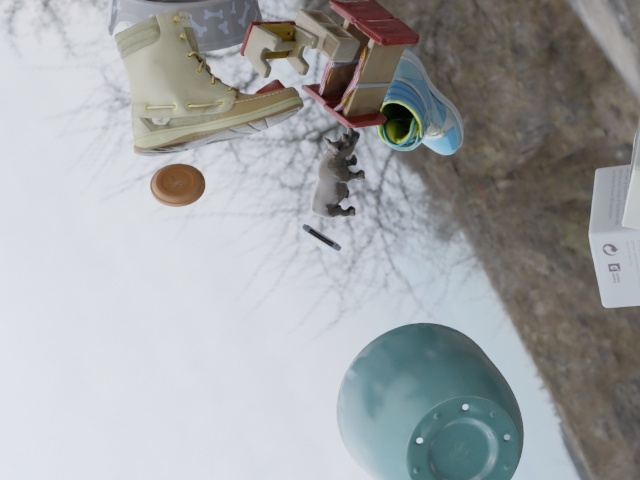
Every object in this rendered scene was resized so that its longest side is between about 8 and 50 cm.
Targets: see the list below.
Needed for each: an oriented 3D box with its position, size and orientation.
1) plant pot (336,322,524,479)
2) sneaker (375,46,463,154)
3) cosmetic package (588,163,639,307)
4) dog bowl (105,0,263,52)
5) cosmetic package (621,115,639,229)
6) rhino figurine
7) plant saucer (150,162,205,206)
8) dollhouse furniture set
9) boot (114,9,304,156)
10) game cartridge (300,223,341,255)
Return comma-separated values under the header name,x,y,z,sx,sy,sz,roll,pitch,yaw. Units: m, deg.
name,x,y,z,sx,sy,sz,roll,pitch,yaw
plant pot,0.193,0.303,1.642,0.293,0.293,0.235,62,174,-14
sneaker,0.205,-0.239,2.175,0.319,0.127,0.208,44,-140,-39
cosmetic package,0.694,-0.030,1.699,0.230,0.453,0.161,-63,-40,-52
dog bowl,-0.298,-0.521,2.226,0.348,0.349,0.102,-100,9,-56
cosmetic package,0.528,-0.080,1.206,0.113,0.310,0.160,81,-156,-50
rhino figurine,0.038,-0.147,2.192,0.073,0.106,0.243,51,142,40
plant saucer,-0.215,-0.086,1.535,0.013,0.084,0.083,94,164,-50
dollhouse furniture set,-0.015,-0.321,1.862,0.374,0.201,0.152,-11,-135,-42
boot,-0.168,-0.248,1.508,0.095,0.262,0.203,15,-118,-79
game cartridge,0.000,0.000,1.906,0.083,0.017,0.056,32,171,3
